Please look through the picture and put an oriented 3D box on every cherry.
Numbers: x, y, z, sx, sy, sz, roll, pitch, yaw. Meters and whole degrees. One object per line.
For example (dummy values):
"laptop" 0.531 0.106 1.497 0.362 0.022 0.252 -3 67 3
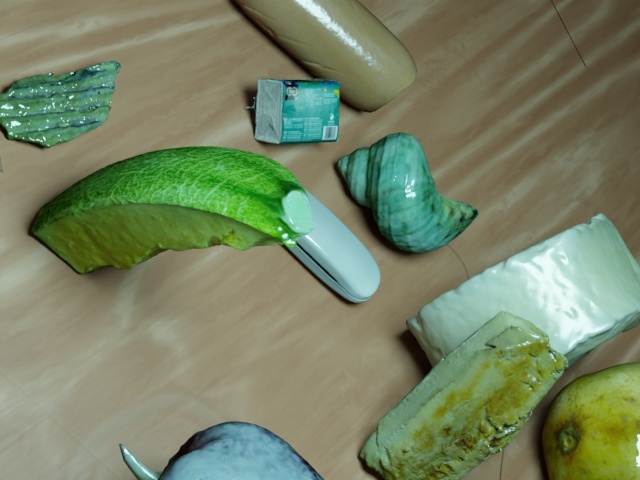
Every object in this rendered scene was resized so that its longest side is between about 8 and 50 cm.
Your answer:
"cherry" -0.090 0.306 1.474 0.296 0.218 0.255 36 30 6

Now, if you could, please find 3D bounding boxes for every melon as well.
"melon" -0.142 -0.041 1.613 0.196 0.323 0.124 -29 105 -48

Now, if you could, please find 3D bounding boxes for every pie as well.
"pie" 0.168 0.207 1.785 0.128 0.282 0.068 41 14 -5

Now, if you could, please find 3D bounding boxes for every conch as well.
"conch" 0.118 -0.064 2.031 0.188 0.122 0.176 51 18 -8

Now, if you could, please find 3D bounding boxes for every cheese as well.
"cheese" 0.288 0.097 1.950 0.332 0.292 0.153 -15 74 -58

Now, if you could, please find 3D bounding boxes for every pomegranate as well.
"pomegranate" 0.427 0.291 1.994 0.260 0.260 0.260 25 47 -31

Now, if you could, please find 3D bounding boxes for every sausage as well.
"sausage" -0.004 -0.305 2.077 0.304 0.121 0.121 40 41 -17

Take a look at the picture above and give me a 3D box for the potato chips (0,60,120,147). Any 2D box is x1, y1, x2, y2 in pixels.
"potato chips" -0.299 -0.158 1.752 0.207 0.028 0.092 -22 81 -48

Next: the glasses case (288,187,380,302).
"glasses case" 0.000 0.000 1.918 0.197 0.049 0.076 44 40 -13

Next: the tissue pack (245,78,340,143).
"tissue pack" -0.038 -0.174 1.991 0.111 0.079 0.085 -7 104 -46
